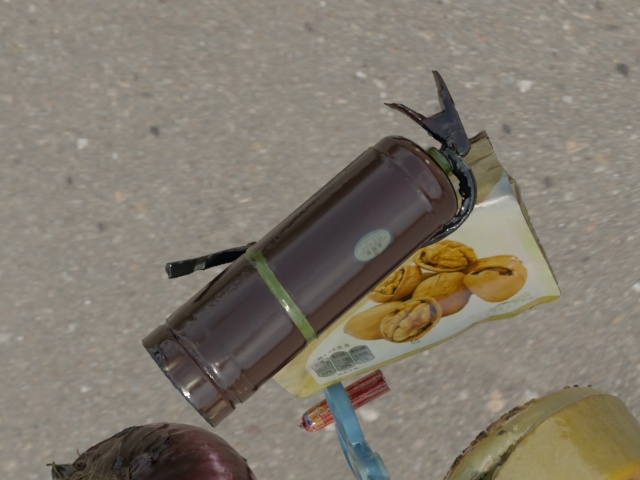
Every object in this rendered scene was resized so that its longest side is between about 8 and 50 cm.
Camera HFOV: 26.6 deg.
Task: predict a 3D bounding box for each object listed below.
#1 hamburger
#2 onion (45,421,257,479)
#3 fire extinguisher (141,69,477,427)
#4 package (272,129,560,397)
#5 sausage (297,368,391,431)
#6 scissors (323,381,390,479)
[{"bbox_3d":[0.248,0.298,1.509,0.176,0.300,0.300,39,109,37],"label":"hamburger"},{"bbox_3d":[-0.186,0.356,1.520,0.314,0.232,0.314,-26,41,25],"label":"onion"},{"bbox_3d":[0.000,0.000,1.144,0.341,0.105,0.141,-41,94,-6],"label":"fire extinguisher"},{"bbox_3d":[0.057,0.007,1.380,0.311,0.221,0.165,-25,56,11],"label":"package"},{"bbox_3d":[0.028,0.210,1.752,0.129,0.034,0.034,-29,83,2],"label":"sausage"},{"bbox_3d":[0.055,0.248,1.408,0.030,0.256,0.125,-20,121,-7],"label":"scissors"}]
